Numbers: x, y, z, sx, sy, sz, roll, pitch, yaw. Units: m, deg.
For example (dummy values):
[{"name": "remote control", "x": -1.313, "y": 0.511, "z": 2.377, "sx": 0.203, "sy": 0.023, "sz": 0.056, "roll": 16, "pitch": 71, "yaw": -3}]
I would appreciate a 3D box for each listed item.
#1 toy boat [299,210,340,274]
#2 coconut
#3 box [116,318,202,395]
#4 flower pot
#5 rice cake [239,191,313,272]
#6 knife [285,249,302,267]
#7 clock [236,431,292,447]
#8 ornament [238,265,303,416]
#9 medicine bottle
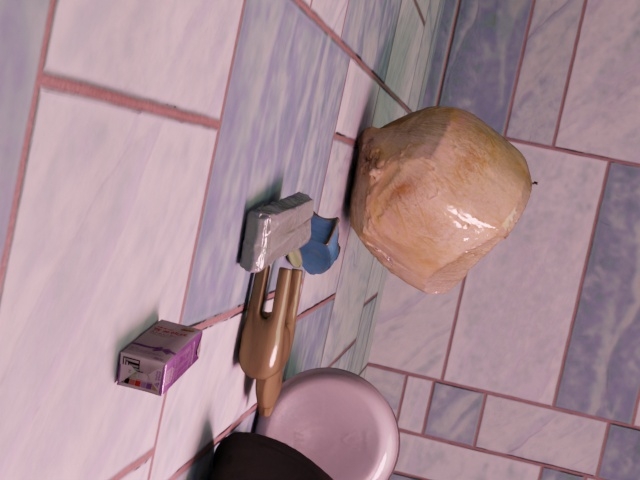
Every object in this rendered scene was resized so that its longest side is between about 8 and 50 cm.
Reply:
[{"name": "toy boat", "x": 0.000, "y": 0.000, "z": 1.837, "sx": 0.185, "sy": 0.075, "sz": 0.077, "roll": 90, "pitch": 23, "yaw": -65}, {"name": "coconut", "x": 0.227, "y": -0.112, "z": 2.322, "sx": 0.404, "sy": 0.405, "sz": 0.404, "roll": 12, "pitch": 90, "yaw": -81}, {"name": "box", "x": -0.157, "y": 0.115, "z": 1.068, "sx": 0.117, "sy": 0.051, "sz": 0.036, "roll": -41, "pitch": 144, "yaw": -73}, {"name": "flower pot", "x": -0.086, "y": 0.408, "z": 1.453, "sx": 0.166, "sy": 0.269, "sz": 0.269, "roll": -39, "pitch": 148, "yaw": -38}, {"name": "rice cake", "x": -0.058, "y": -0.016, "z": 1.506, "sx": 0.226, "sy": 0.040, "sz": 0.085, "roll": -30, "pitch": 133, "yaw": -70}, {"name": "knife", "x": -0.053, "y": 0.006, "z": 1.692, "sx": 0.293, "sy": 0.020, "sz": 0.043, "roll": 71, "pitch": 33, "yaw": -72}, {"name": "clock", "x": -0.081, "y": 0.349, "z": 1.677, "sx": 0.176, "sy": 0.117, "sz": 0.080, "roll": 65, "pitch": 38, "yaw": -75}, {"name": "ornament", "x": -0.075, "y": 0.157, "z": 1.624, "sx": 0.230, "sy": 0.061, "sz": 0.245, "roll": 6, "pitch": 96, "yaw": -83}, {"name": "medicine bottle", "x": 0.020, "y": 0.357, "z": 1.917, "sx": 0.306, "sy": 0.245, "sz": 0.245, "roll": 65, "pitch": 38, "yaw": -77}]
